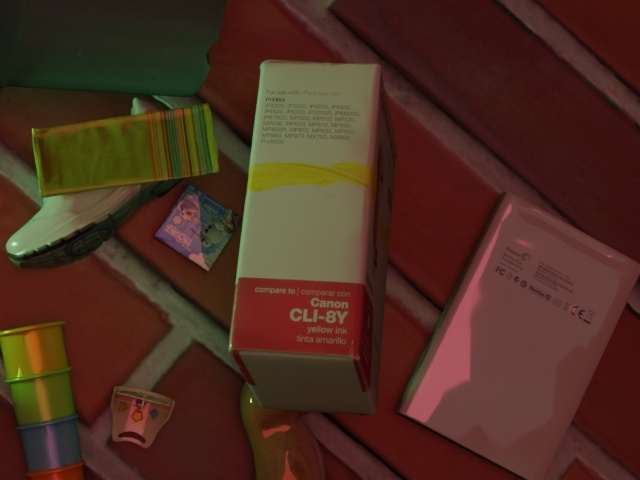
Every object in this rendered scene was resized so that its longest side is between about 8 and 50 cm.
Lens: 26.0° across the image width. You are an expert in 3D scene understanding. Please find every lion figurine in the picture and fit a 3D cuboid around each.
[{"bbox_3d":[-0.040,0.298,1.864,0.240,0.142,0.392,-7,72,-4],"label":"lion figurine"}]

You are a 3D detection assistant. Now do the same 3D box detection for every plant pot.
[{"bbox_3d":[-0.307,-0.330,1.770,0.334,0.341,0.341,7,83,-18],"label":"plant pot"}]

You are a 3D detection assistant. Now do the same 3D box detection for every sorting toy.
[{"bbox_3d":[-0.247,0.239,1.861,0.083,0.045,0.075,15,89,-10],"label":"sorting toy"}]

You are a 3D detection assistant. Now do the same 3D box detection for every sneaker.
[{"bbox_3d":[-0.305,-0.073,1.858,0.297,0.111,0.129,-39,81,-19],"label":"sneaker"}]

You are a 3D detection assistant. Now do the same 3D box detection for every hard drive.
[{"bbox_3d":[0.285,0.140,1.972,0.233,0.047,0.353,28,79,-8],"label":"hard drive"}]

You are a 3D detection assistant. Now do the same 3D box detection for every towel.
[{"bbox_3d":[-0.255,-0.119,1.816,0.237,0.021,0.102,-9,68,-8],"label":"towel"}]

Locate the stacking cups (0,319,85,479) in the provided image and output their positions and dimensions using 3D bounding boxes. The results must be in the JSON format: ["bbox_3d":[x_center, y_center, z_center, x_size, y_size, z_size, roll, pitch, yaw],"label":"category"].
[{"bbox_3d":[-0.356,0.266,1.807,0.096,0.096,0.316,-9,86,-12],"label":"stacking cups"}]

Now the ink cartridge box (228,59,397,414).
[{"bbox_3d":[0.000,0.000,1.754,0.160,0.279,0.384,2,69,8],"label":"ink cartridge box"}]

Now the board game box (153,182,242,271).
[{"bbox_3d":[-0.169,-0.018,1.909,0.090,0.020,0.090,33,81,-7],"label":"board game box"}]
